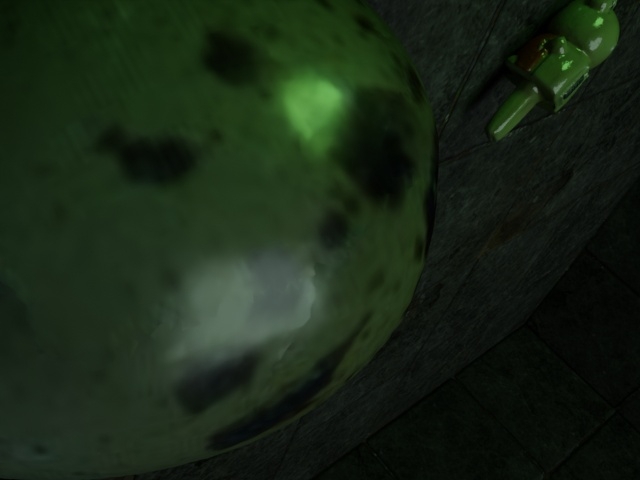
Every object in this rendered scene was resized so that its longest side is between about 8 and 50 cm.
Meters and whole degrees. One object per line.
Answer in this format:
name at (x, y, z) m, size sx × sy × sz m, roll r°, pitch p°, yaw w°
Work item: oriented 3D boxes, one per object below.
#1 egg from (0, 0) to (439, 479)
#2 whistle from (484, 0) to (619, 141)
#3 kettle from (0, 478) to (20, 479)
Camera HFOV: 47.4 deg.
egg at (-0.123, -0.020, 0.491) m, size 0.428 × 0.345 × 0.345 m, roll -27°, pitch 153°, yaw -17°
whistle at (0.358, -0.269, 1.132) m, size 0.288 × 0.106 × 0.131 m, roll -46°, pitch 159°, yaw 3°
kettle at (-0.452, 0.303, 0.752) m, size 0.271 × 0.251 × 0.207 m, roll -61°, pitch -171°, yaw 6°
